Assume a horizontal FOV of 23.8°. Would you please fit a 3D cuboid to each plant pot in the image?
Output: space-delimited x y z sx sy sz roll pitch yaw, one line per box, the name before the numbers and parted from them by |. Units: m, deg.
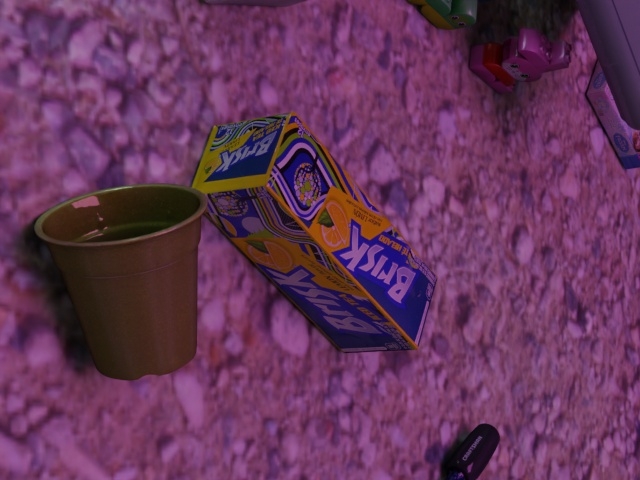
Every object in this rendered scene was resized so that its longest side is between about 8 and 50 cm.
plant pot | -0.090 0.023 0.740 0.083 0.083 0.079 -37 125 -52

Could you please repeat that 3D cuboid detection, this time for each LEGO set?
LEGO set | 0.114 -0.196 1.056 0.227 0.093 0.087 32 58 -48

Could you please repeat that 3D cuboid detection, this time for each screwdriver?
screwdriver | 0.072 0.172 0.990 0.025 0.024 0.170 48 46 3

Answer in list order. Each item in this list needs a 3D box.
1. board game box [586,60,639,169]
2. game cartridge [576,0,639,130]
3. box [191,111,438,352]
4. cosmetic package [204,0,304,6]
board game box | 0.267 -0.125 1.326 0.090 0.020 0.090 54 43 -32
game cartridge | 0.210 -0.232 1.159 0.294 0.060 0.196 -84 155 -58
box | 0.000 0.000 0.881 0.169 0.059 0.054 46 50 -40
cosmetic package | 0.037 -0.204 0.825 0.085 0.231 0.117 -11 91 -56
